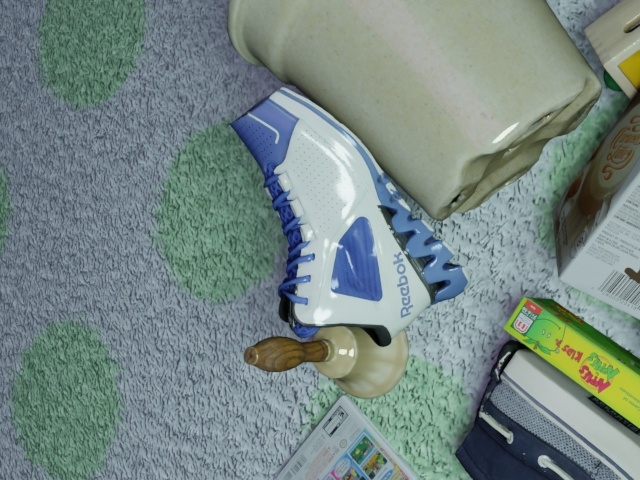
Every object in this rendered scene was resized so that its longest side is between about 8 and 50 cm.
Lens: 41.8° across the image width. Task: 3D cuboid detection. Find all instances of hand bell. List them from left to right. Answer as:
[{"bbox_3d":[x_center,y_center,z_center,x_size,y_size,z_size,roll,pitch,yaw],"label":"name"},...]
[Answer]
[{"bbox_3d":[-0.009,0.130,0.980,0.126,0.242,0.126,-4,83,34],"label":"hand bell"}]

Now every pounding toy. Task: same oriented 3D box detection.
[{"bbox_3d":[0.344,-0.172,0.843,0.141,0.130,0.100,-37,35,25],"label":"pounding toy"}]

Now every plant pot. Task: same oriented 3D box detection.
[{"bbox_3d":[0.119,-0.202,0.909,0.334,0.333,0.305,-42,75,23],"label":"plant pot"}]

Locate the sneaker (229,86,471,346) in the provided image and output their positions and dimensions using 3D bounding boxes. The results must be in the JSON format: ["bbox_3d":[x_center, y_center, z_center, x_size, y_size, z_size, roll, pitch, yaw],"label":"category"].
[{"bbox_3d":[0.001,0.001,0.900,0.315,0.127,0.182,46,78,-9],"label":"sneaker"}]

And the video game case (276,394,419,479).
[{"bbox_3d":[0.031,0.303,1.070,0.143,0.019,0.157,46,109,28],"label":"video game case"}]

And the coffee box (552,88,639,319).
[{"bbox_3d":[0.326,-0.068,0.784,0.098,0.141,0.247,26,122,-4],"label":"coffee box"}]

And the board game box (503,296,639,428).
[{"bbox_3d":[0.289,0.127,0.871,0.181,0.092,0.043,38,105,31],"label":"board game box"}]

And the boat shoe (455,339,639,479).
[{"bbox_3d":[0.291,0.259,0.851,0.340,0.127,0.158,42,114,38],"label":"boat shoe"}]
